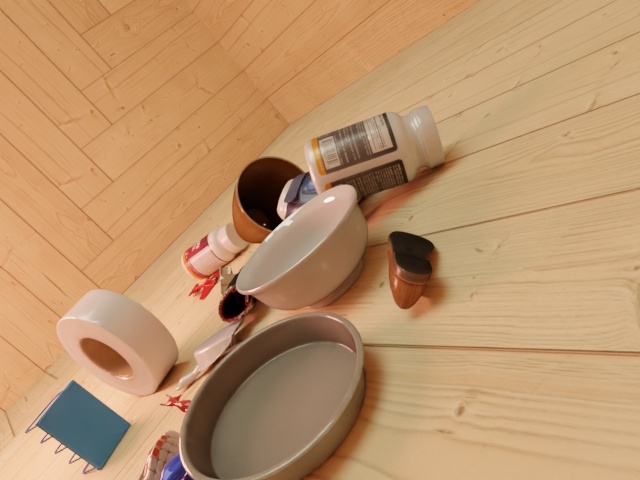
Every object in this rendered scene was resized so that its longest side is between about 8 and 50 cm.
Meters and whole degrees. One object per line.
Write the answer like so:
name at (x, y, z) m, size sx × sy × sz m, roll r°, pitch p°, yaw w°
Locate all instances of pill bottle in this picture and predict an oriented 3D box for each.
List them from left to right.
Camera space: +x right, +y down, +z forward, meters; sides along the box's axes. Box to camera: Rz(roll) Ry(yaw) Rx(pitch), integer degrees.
pill bottle at (-0.366, 0.037, 1.783) m, size 0.221 × 0.121 × 0.121 m, roll -33°, pitch 19°, yaw 25°
pill bottle at (0.117, -0.186, 1.134) m, size 0.278 × 0.162 × 0.162 m, roll -18°, pitch 22°, yaw 9°

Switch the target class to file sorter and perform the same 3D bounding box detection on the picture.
file sorter at (-0.548, 0.426, 1.167) m, size 0.104 × 0.170 × 0.118 m, roll -34°, pitch 19°, yaw 35°

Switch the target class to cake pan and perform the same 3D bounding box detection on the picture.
cake pan at (-0.061, 0.221, 0.724) m, size 0.293 × 0.054 × 0.293 m, roll -26°, pitch 25°, yaw 13°

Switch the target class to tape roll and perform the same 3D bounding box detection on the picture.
tape roll at (-0.497, 0.255, 1.272) m, size 0.286 × 0.286 × 0.100 m, roll -26°, pitch 24°, yaw 41°

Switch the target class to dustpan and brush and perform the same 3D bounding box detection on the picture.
dustpan and brush at (-0.246, 0.256, 1.131) m, size 0.211 × 0.060 × 0.147 m, roll -32°, pitch 6°, yaw 7°

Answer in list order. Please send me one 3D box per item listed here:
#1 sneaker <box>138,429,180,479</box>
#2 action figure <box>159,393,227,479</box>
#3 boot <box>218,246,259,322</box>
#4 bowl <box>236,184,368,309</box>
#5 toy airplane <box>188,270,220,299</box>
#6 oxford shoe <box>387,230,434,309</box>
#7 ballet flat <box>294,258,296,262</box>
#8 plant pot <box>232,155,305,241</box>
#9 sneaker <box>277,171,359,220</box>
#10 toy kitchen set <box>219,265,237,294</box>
sneaker at (-0.281, 0.391, 0.865) m, size 0.065 × 0.061 × 0.158 m, roll -40°, pitch 16°, yaw 28°
action figure at (-0.223, 0.340, 0.798) m, size 0.139 × 0.091 × 0.280 m, roll -13°, pitch 32°, yaw 39°
boot at (-0.150, 0.090, 1.214) m, size 0.236 × 0.085 × 0.178 m, roll -49°, pitch 6°, yaw 0°
bowl at (-0.012, 0.038, 1.007) m, size 0.298 × 0.134 × 0.298 m, roll -37°, pitch 18°, yaw 14°
toy airplane at (-0.381, 0.148, 1.704) m, size 0.151 × 0.028 × 0.151 m, roll -37°, pitch 19°, yaw 15°
oxford shoe at (0.134, 0.039, 0.815) m, size 0.212 × 0.076 × 0.076 m, roll -57°, pitch -19°, yaw -66°
ballet flat at (0.000, 0.000, 1.190) m, size 0.206 × 0.073 × 0.067 m, roll -44°, pitch 3°, yaw -19°
plant pot at (-0.166, -0.086, 1.543) m, size 0.237 × 0.237 × 0.254 m, roll -52°, pitch 5°, yaw -31°
sneaker at (0.016, -0.166, 1.357) m, size 0.236 × 0.130 × 0.322 m, roll 14°, pitch 61°, yaw 45°
toy kitchen set at (-0.252, 0.124, 1.497) m, size 0.068 × 0.075 × 0.083 m, roll -6°, pitch 57°, yaw -5°
